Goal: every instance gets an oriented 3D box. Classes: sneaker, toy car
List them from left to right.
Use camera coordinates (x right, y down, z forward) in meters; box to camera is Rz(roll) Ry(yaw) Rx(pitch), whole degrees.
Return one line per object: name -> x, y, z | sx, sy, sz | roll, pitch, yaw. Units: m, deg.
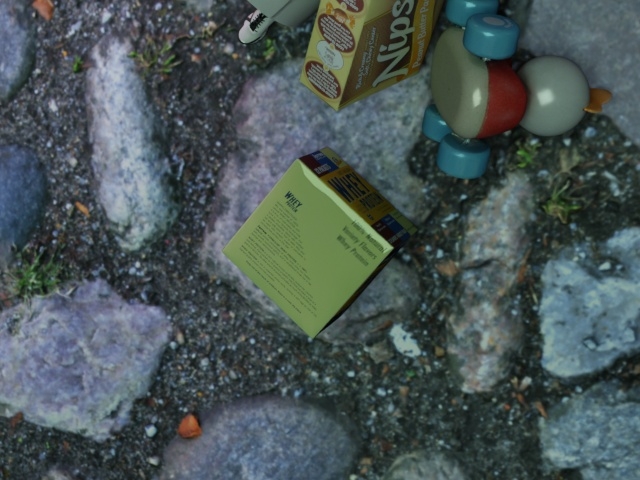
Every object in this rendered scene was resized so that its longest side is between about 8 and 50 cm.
sneaker -> -0.092, -0.344, 1.725 | 0.109, 0.044, 0.040 | -41, 89, 25
toy car -> 0.286, -0.215, 1.571 | 0.238, 0.210, 0.219 | 4, 120, -10

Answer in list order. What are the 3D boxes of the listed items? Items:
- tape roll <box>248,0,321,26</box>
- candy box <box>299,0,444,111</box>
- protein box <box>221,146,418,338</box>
tape roll -> -0.049, -0.448, 1.576 | 0.169, 0.246, 0.246 | -37, 89, 24
candy box -> 0.092, -0.343, 1.516 | 0.087, 0.183, 0.316 | 43, 139, 22
protein box -> 0.000, 0.000, 1.722 | 0.200, 0.136, 0.201 | 43, 113, 7
